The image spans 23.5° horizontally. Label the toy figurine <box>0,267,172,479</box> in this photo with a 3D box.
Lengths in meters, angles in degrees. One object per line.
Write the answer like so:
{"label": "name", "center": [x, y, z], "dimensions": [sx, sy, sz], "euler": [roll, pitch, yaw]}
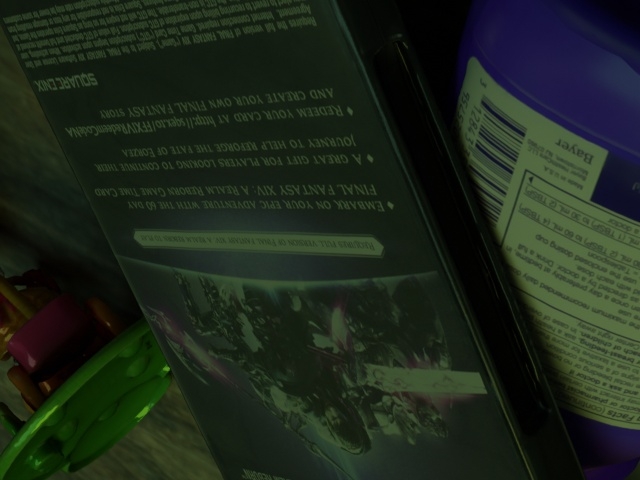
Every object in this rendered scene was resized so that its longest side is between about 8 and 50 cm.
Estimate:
{"label": "toy figurine", "center": [-0.151, 0.023, 0.729], "dimensions": [0.159, 0.130, 0.173], "euler": [46, 168, 10]}

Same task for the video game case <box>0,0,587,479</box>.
{"label": "video game case", "center": [-0.017, -0.001, 0.527], "dimensions": [0.196, 0.026, 0.274], "euler": [2, 122, 52]}

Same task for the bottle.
{"label": "bottle", "center": [0.087, 0.015, 0.523], "dimensions": [0.118, 0.092, 0.283], "euler": [27, 142, 14]}
